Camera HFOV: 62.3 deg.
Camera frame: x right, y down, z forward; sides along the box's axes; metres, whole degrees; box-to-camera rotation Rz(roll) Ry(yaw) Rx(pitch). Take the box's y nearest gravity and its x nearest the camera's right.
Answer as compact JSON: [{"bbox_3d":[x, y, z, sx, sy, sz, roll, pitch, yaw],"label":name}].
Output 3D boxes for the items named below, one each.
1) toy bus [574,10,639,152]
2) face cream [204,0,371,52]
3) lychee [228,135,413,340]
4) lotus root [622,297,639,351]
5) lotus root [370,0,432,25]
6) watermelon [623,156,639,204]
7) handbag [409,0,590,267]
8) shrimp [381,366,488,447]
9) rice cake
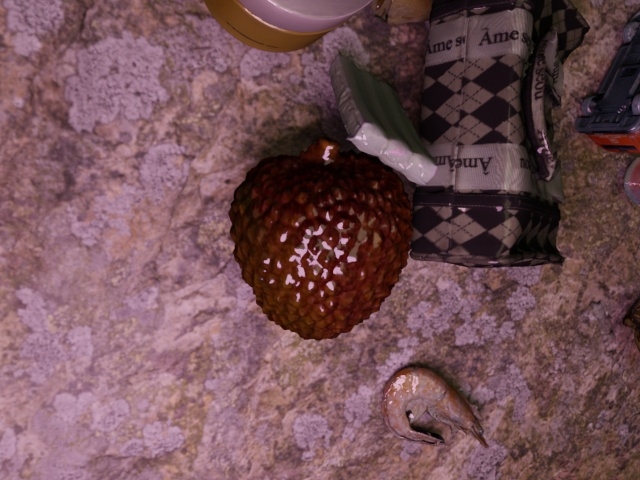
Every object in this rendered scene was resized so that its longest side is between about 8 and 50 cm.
[{"bbox_3d":[0.568,-0.280,0.923,0.120,0.121,0.265,31,85,-29],"label":"toy bus"},{"bbox_3d":[-0.037,-0.360,0.653,0.218,0.179,0.218,-3,97,-20],"label":"face cream"},{"bbox_3d":[0.000,0.000,0.690,0.236,0.236,0.271,-1,108,-20],"label":"lychee"},{"bbox_3d":[0.719,0.208,1.021,0.309,0.173,0.173,35,84,-28],"label":"lotus root"},{"bbox_3d":[0.141,-0.382,0.759,0.144,0.070,0.143,-4,131,-35],"label":"lotus root"},{"bbox_3d":[0.606,-0.114,0.979,0.092,0.072,0.084,-6,81,-15],"label":"watermelon"},{"bbox_3d":[0.282,-0.167,0.775,0.316,0.180,0.416,3,92,-47],"label":"handbag"},{"bbox_3d":[0.193,0.300,0.891,0.223,0.047,0.126,40,89,-14],"label":"shrimp"},{"bbox_3d":[0.077,-0.163,0.702,0.127,0.237,0.043,25,122,-22],"label":"rice cake"}]
